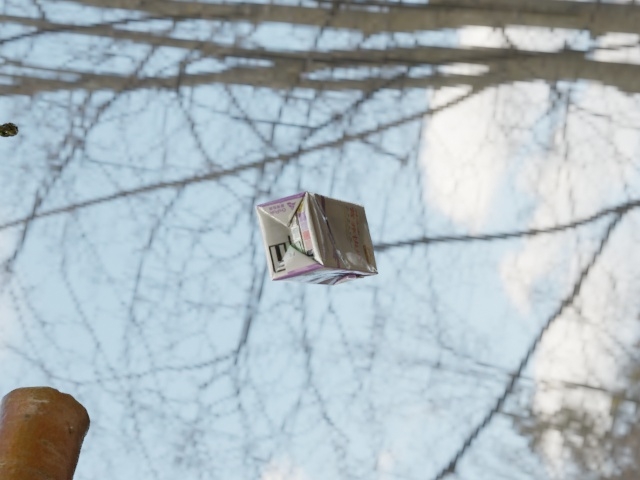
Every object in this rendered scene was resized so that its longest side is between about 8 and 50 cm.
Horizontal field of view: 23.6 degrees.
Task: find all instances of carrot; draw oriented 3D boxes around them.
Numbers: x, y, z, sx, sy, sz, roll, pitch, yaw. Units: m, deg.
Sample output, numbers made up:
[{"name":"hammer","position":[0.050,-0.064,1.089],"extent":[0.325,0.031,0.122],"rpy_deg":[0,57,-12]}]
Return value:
[{"name":"carrot","position":[-0.142,0.136,0.705],"extent":[0.048,0.048,0.139],"rpy_deg":[63,-155,-43]}]

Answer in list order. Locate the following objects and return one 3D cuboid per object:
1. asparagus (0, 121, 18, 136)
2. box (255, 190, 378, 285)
[{"name":"asparagus","position":[-0.332,-0.109,1.408],"extent":[0.127,0.018,0.015],"rpy_deg":[7,-86,-48]},{"name":"box","position":[0.000,0.000,0.947],"extent":[0.117,0.036,0.050],"rpy_deg":[5,-108,-71]}]
